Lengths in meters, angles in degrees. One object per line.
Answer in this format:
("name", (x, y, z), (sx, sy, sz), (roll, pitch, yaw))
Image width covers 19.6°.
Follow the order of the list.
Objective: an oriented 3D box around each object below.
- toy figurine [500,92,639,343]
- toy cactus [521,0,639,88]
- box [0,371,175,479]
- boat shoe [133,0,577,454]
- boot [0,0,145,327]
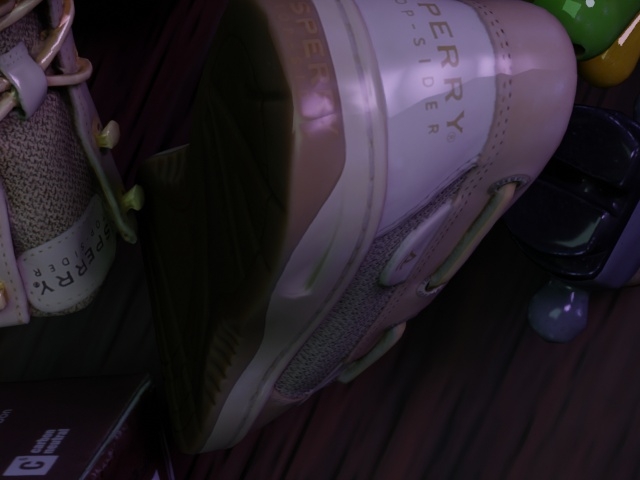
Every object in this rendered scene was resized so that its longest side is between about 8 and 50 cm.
("toy figurine", (0.179, 0.031, 0.625), (0.213, 0.148, 0.209), (-22, 75, 17))
("toy cactus", (0.128, -0.119, 0.608), (0.181, 0.219, 0.112), (-2, 106, 17))
("box", (-0.237, 0.172, 0.713), (0.381, 0.143, 0.191), (-5, 111, 15))
("boat shoe", (0.000, 0.000, 0.624), (0.098, 0.302, 0.109), (-8, 73, -16))
("boot", (-0.096, -0.066, 0.571), (0.262, 0.095, 0.203), (12, 127, 47))
